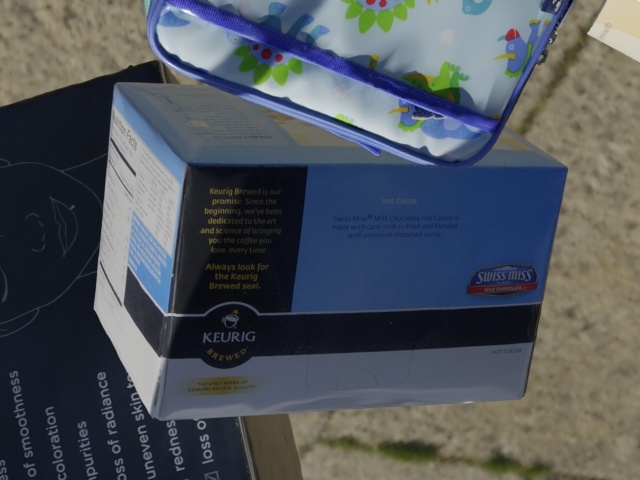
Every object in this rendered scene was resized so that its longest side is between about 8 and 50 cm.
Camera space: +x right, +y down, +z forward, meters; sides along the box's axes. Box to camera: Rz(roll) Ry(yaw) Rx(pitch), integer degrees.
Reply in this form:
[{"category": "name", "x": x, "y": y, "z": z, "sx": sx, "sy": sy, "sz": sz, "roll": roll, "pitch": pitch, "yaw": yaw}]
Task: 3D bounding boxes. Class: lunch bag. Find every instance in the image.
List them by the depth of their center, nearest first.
[{"category": "lunch bag", "x": 0.021, "y": -0.142, "z": 0.814, "sx": 0.219, "sy": 0.090, "sz": 0.176, "roll": 21, "pitch": 107, "yaw": -18}]

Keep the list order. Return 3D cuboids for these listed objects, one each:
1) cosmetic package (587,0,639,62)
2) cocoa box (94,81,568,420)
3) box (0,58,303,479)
[{"category": "cosmetic package", "x": 0.170, "y": -0.081, "z": 0.604, "sx": 0.041, "sy": 0.115, "sz": 0.060, "roll": -60, "pitch": 174, "yaw": -10}, {"category": "cocoa box", "x": 0.000, "y": 0.000, "z": 1.318, "sx": 0.347, "sy": 0.231, "sz": 0.228, "roll": -1, "pitch": 112, "yaw": -23}, {"category": "box", "x": -0.305, "y": 0.125, "z": 1.607, "sx": 0.471, "sy": 0.480, "sz": 0.297, "roll": -15, "pitch": 164, "yaw": 6}]
